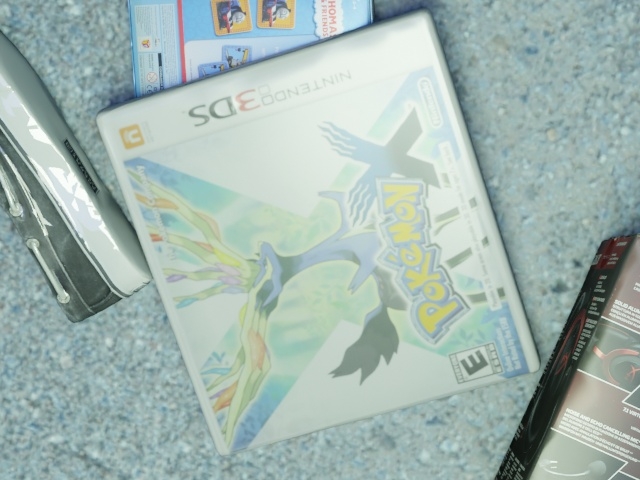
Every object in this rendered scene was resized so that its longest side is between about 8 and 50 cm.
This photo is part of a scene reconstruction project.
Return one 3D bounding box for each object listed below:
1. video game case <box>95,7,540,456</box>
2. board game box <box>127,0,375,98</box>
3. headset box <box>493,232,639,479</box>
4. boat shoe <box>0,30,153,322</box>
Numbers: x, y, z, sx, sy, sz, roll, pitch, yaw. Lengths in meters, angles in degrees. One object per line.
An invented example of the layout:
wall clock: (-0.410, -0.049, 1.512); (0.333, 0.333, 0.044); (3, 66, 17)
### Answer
video game case: (0.000, 0.000, 1.418); (0.300, 0.036, 0.329); (-16, 104, 11)
board game box: (-0.056, -0.143, 1.431); (0.212, 0.039, 0.160); (-2, 98, 8)
headset box: (0.240, 0.121, 1.323); (0.110, 0.218, 0.293); (24, 89, 3)
boat shoe: (-0.265, -0.067, 1.439); (0.102, 0.108, 0.301); (-31, 100, 8)
